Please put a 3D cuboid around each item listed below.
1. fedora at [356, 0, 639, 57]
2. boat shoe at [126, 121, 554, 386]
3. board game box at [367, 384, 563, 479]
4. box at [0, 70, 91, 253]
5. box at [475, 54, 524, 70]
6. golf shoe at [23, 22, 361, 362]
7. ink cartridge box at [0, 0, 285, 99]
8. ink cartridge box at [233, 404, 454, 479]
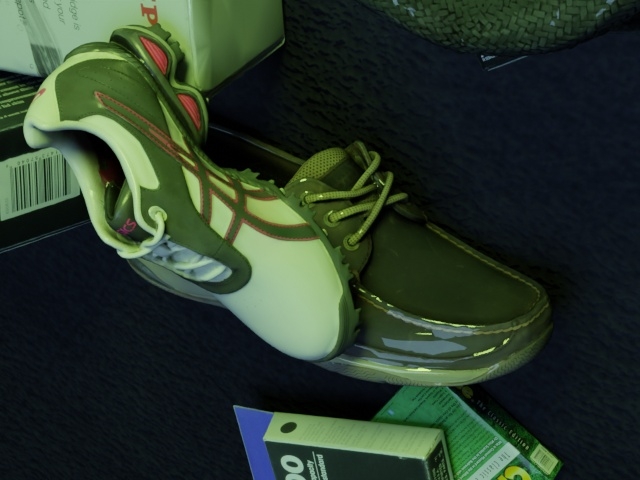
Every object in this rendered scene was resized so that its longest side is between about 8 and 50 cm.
[{"bbox_3d":[0.091,-0.194,0.730,0.334,0.152,0.334,22,142,19],"label":"fedora"},{"bbox_3d":[0.000,0.000,1.069,0.355,0.132,0.130,17,125,23],"label":"boat shoe"},{"bbox_3d":[0.075,0.210,1.214,0.136,0.030,0.259,44,132,6],"label":"board game box"},{"bbox_3d":[-0.273,-0.089,1.144,0.207,0.153,0.108,36,134,40],"label":"box"},{"bbox_3d":[0.152,-0.205,0.878,0.180,0.077,0.147,-19,106,39],"label":"box"},{"bbox_3d":[-0.088,-0.009,0.969,0.273,0.120,0.105,50,133,-9],"label":"golf shoe"},{"bbox_3d":[-0.190,-0.241,1.049,0.307,0.129,0.223,13,123,26],"label":"ink cartridge box"},{"bbox_3d":[0.024,0.242,1.219,0.208,0.045,0.206,3,119,34],"label":"ink cartridge box"}]
